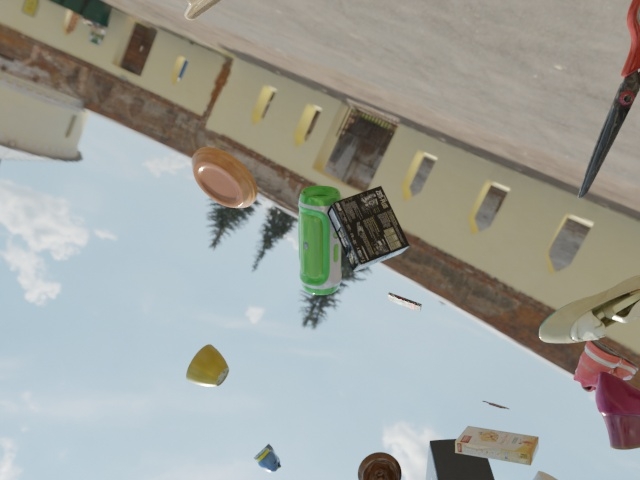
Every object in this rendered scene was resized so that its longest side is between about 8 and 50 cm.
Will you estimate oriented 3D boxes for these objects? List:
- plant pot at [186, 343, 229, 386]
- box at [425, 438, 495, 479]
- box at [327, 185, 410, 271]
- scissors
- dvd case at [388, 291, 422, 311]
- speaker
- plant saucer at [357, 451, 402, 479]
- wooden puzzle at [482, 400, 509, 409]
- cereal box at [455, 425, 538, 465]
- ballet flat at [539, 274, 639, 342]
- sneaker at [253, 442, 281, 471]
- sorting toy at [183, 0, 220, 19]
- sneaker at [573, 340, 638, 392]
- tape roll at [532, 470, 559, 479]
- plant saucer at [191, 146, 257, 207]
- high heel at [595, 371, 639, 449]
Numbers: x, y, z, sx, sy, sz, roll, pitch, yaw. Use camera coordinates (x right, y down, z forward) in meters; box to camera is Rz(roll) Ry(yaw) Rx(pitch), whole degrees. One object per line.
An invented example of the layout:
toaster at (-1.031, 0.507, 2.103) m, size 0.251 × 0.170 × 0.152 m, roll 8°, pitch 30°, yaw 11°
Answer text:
plant pot at (-0.351, 0.415, 1.795) m, size 0.095 × 0.134 × 0.134 m, roll 26°, pitch -170°, yaw 18°
box at (0.530, 0.999, 2.120) m, size 0.212 × 0.395 × 0.293 m, roll -2°, pitch -148°, yaw 0°
box at (0.123, -0.031, 1.457) m, size 0.180 × 0.148 × 0.077 m, roll 66°, pitch 164°, yaw 11°
scissors at (0.371, -0.196, 0.680) m, size 0.109 × 0.297 × 0.021 m, roll 27°, pitch -157°, yaw -10°
dvd case at (0.292, 0.213, 1.931) m, size 0.120 × 0.013 × 0.087 m, roll 18°, pitch 165°, yaw 14°
speaker at (0.000, 0.000, 1.590) m, size 0.131 × 0.296 × 0.131 m, roll 0°, pitch -157°, yaw 0°
plant saucer at (0.224, 0.881, 2.092) m, size 0.169 × 0.168 × 0.029 m, roll 25°, pitch 179°, yaw -2°
wooden puzzle at (0.549, 0.515, 1.741) m, size 0.083 × 0.006 × 0.049 m, roll 7°, pitch 169°, yaw 44°
cereal box at (0.587, 0.677, 1.854) m, size 0.240 × 0.047 × 0.173 m, roll 0°, pitch -179°, yaw 28°
ballet flat at (0.557, 0.146, 1.101) m, size 0.086 × 0.249 × 0.086 m, roll 60°, pitch -177°, yaw -5°
sneaker at (-0.175, 0.742, 1.885) m, size 0.082 × 0.069 × 0.209 m, roll 46°, pitch 166°, yaw 6°
sorting toy at (-0.199, -0.528, 1.132) m, size 0.038 × 0.193 × 0.208 m, roll 54°, pitch 176°, yaw -18°
sneaker at (0.781, 0.362, 1.563) m, size 0.314 × 0.136 × 0.116 m, roll 24°, pitch -168°, yaw -46°
tape roll at (0.764, 0.883, 1.782) m, size 0.246 × 0.169 × 0.246 m, roll 31°, pitch 180°, yaw 0°
plant saucer at (-0.259, -0.156, 1.464) m, size 0.200 × 0.037 × 0.199 m, roll 23°, pitch 146°, yaw 17°
high heel at (0.841, 0.402, 1.407) m, size 0.378 × 0.181 × 0.127 m, roll 1°, pitch 167°, yaw -35°
